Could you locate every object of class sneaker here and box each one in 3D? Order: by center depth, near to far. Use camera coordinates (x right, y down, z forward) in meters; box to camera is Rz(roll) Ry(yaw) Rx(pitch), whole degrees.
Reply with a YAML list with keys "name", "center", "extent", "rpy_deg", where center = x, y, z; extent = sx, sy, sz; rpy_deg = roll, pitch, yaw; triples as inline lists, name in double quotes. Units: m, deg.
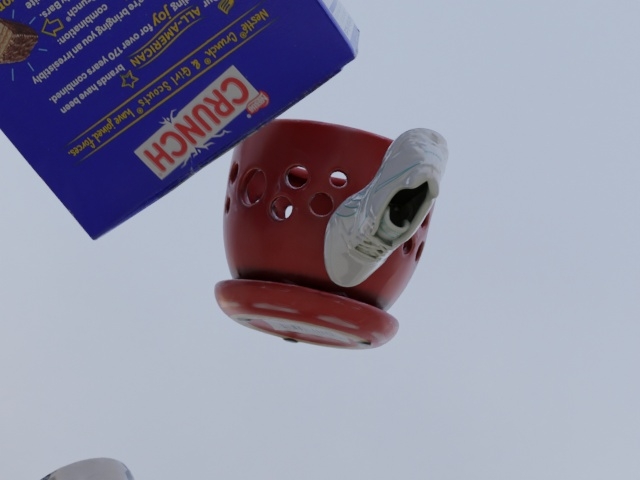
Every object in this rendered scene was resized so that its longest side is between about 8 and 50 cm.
- name: "sneaker"
  center: [0.044, -0.014, 0.859]
  extent: [0.053, 0.061, 0.152]
  rpy_deg: [24, -53, -13]

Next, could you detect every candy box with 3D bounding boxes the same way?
- name: "candy box"
  center: [-0.163, -0.203, 0.882]
  extent: [0.268, 0.122, 0.317]
  rpy_deg: [-32, -76, 17]

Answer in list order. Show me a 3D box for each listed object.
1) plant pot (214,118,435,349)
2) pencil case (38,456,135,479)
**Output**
- name: "plant pot"
  center: [0.000, 0.000, 1.029]
  extent: [0.191, 0.174, 0.191]
  rpy_deg: [12, -14, 3]
- name: "pencil case"
  center: [-0.128, 0.353, 0.960]
  extent: [0.410, 0.160, 0.183]
  rpy_deg: [39, 10, 34]
